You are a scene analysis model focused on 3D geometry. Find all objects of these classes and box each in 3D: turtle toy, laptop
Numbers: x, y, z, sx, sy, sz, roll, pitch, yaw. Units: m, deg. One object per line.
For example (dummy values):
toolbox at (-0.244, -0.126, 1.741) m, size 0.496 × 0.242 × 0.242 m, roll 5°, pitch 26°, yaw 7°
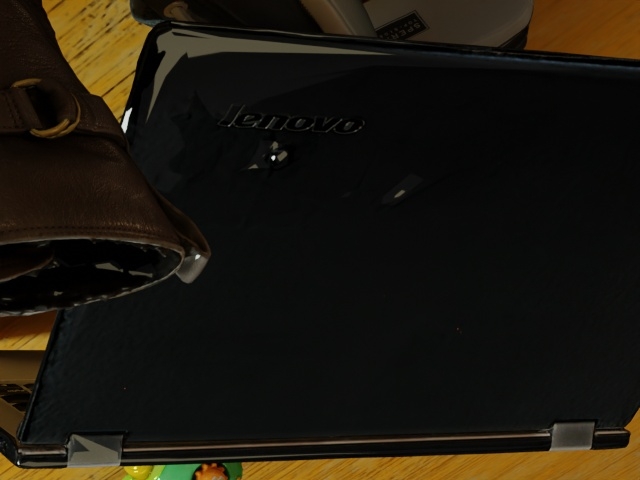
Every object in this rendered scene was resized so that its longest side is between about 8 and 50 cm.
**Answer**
turtle toy at (-0.113, 0.197, 1.431) m, size 0.130 × 0.066 × 0.095 m, roll -27°, pitch 153°, yaw 5°
laptop at (0.000, 0.000, 1.050) m, size 0.382 × 0.236 × 0.408 m, roll 2°, pitch -173°, yaw -27°

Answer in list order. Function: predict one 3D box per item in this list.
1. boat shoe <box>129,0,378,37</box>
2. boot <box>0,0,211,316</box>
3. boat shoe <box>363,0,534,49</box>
boat shoe at (-0.052, -0.133, 0.855) m, size 0.091 × 0.114 × 0.302 m, roll -30°, pitch 141°, yaw 10°
boot at (-0.182, -0.068, 0.722) m, size 0.263 × 0.229 × 0.091 m, roll -1°, pitch 145°, yaw -38°
boat shoe at (0.020, -0.086, 1.021) m, size 0.219 × 0.077 × 0.070 m, roll -22°, pitch 152°, yaw -7°
